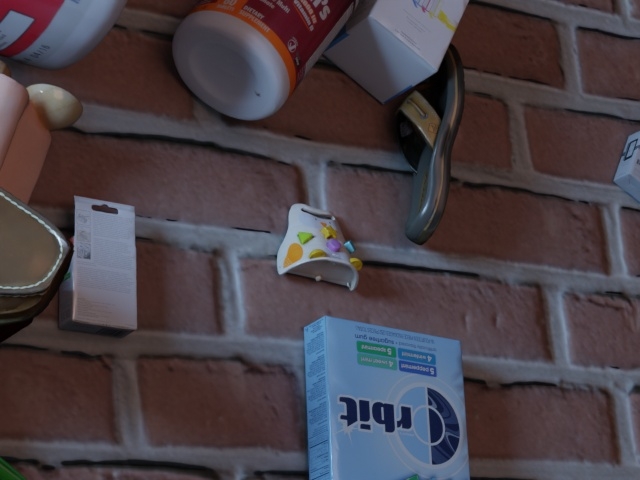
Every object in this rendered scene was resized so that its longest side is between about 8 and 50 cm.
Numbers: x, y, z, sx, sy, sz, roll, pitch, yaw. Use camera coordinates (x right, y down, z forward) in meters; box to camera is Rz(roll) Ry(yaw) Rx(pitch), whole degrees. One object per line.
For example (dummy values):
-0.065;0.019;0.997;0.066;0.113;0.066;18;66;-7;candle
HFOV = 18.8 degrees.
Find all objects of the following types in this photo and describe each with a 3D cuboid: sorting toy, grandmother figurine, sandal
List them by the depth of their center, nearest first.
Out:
-0.306;0.010;1.548;0.207;0.104;0.342;20;59;-13;grandmother figurine
0.000;0.000;1.811;0.083;0.045;0.075;13;47;-31;sorting toy
0.099;-0.101;1.901;0.060;0.090;0.219;14;71;-7;sandal

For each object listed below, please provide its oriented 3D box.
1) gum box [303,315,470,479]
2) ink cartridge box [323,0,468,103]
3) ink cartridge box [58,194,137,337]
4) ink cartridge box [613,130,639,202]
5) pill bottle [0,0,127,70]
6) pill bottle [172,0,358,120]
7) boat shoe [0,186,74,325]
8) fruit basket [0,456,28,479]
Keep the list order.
0.063;0.172;1.778;0.157;0.041;0.184;12;64;-31;gum box
0.081;-0.227;1.914;0.090;0.092;0.143;37;54;-18;ink cartridge box
-0.192;0.023;1.666;0.063;0.029;0.115;11;66;-32;ink cartridge box
0.354;-0.086;2.095;0.048;0.028;0.083;37;56;-19;ink cartridge box
-0.353;-0.303;1.548;0.407;0.229;0.229;18;63;-29;pill bottle
-0.036;-0.224;1.811;0.121;0.121;0.221;45;53;-14;pill bottle
-0.345;-0.037;1.446;0.324;0.120;0.123;22;63;4;boat shoe
-0.419;0.220;1.315;0.283;0.392;0.392;51;43;-53;fruit basket
